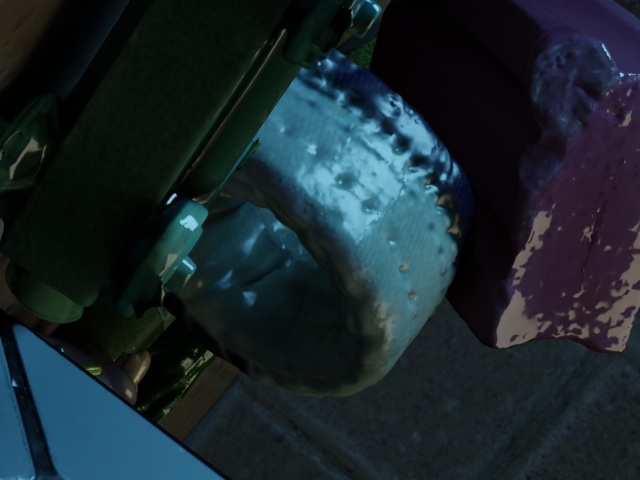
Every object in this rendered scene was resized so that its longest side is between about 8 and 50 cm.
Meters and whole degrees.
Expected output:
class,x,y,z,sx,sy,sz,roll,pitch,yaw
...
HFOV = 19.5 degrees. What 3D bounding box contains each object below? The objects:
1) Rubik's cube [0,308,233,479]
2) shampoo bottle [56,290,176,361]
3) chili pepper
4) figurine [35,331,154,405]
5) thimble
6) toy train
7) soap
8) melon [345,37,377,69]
class,x,y,z,sx,sy,sz,roll,pitch,yaw
Rubik's cube,-0.211,0.226,1.096,0.246,0.248,0.250,-54,175,29
shampoo bottle,-0.180,0.092,1.479,0.204,0.065,0.065,-48,175,-32
chili pepper,-0.167,0.138,1.770,0.257,0.100,0.074,-48,170,1
figurine,-0.188,0.118,1.314,0.229,0.137,0.112,-4,91,-78
thimble,-0.014,-0.016,1.305,0.150,0.237,0.237,-50,176,-36
toy train,-0.055,-0.095,0.913,0.298,0.120,0.194,-53,-177,26
soap,0.144,-0.092,1.432,0.359,0.128,0.233,-122,-137,-61
melon,0.027,-0.144,1.755,0.114,0.053,0.262,-44,180,35
